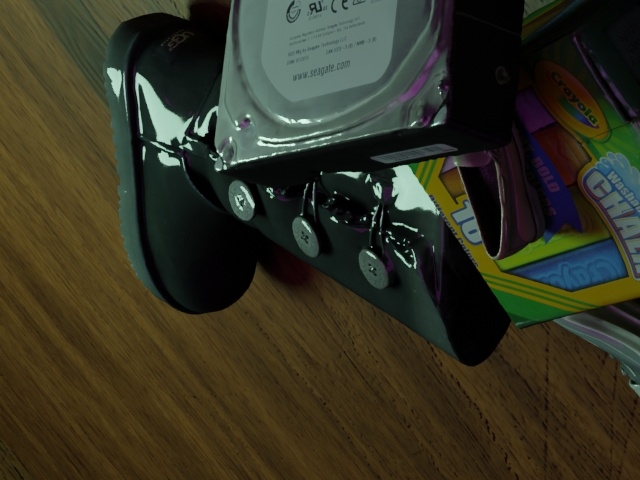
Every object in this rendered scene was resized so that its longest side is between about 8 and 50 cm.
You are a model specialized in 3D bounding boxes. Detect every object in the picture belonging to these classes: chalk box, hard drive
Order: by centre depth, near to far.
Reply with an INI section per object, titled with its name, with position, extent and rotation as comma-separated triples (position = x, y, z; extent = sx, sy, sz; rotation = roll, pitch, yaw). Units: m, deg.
[hard drive]
position = 0.035, -0.213, 0.938
extent = 0.237, 0.064, 0.339
rotation = -6, 73, 52
[chalk box]
position = 0.215, -0.081, 0.942
extent = 0.179, 0.180, 0.289
rotation = 55, 150, -6

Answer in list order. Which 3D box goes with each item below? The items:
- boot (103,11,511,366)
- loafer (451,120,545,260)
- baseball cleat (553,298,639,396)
[boot]
position = -0.001, -0.001, 1.394
extent = 0.445, 0.146, 0.367
rotation = 23, 142, 34
[loafer]
position = 0.103, -0.046, 0.913
extent = 0.045, 0.039, 0.125
rotation = 5, 126, 54
[baseball cleat]
position = 0.241, 0.081, 1.192
extent = 0.206, 0.072, 0.109
rotation = 35, 153, 35
